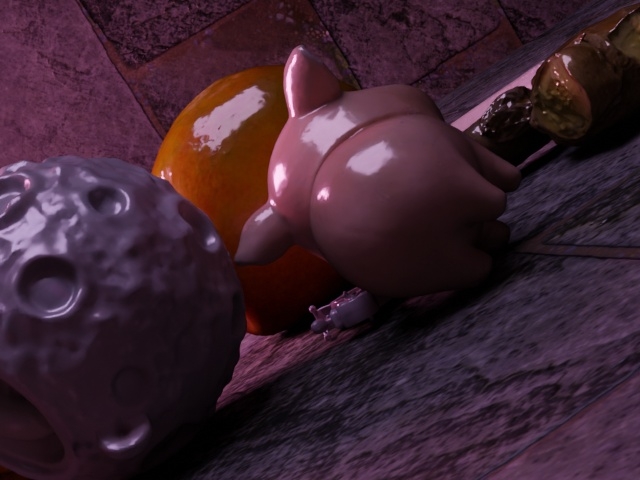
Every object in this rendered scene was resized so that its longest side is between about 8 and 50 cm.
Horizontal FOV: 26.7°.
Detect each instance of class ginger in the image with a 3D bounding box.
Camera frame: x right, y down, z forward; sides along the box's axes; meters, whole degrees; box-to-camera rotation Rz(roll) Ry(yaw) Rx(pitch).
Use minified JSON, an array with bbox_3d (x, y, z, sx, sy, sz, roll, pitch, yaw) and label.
[{"bbox_3d":[0.362,-0.206,1.584,0.270,0.123,0.219,-28,-13,-18],"label":"ginger"},{"bbox_3d":[0.242,-0.136,1.703,0.333,0.080,0.166,-28,-22,-16],"label":"ginger"}]

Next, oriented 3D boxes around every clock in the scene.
[{"bbox_3d":[0.031,0.071,1.403,0.087,0.041,0.129,-27,1,7],"label":"clock"}]

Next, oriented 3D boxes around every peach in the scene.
[{"bbox_3d":[-0.057,-0.047,1.639,0.308,0.308,0.332,-22,53,59],"label":"peach"}]

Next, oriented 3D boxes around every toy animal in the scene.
[{"bbox_3d":[0.060,-0.047,1.339,0.326,0.269,0.237,-35,-39,-78],"label":"toy animal"}]

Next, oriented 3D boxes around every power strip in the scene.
[{"bbox_3d":[0.294,-0.195,1.898,0.118,0.046,0.270,-7,-14,-30],"label":"power strip"}]

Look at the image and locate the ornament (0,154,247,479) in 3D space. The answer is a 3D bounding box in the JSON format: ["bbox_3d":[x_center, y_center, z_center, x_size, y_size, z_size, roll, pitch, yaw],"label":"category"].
[{"bbox_3d":[-0.237,0.074,1.359,0.337,0.337,0.337,-32,6,4],"label":"ornament"}]

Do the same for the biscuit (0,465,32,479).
[{"bbox_3d":[-0.452,0.302,1.668,0.312,0.110,0.318,-32,5,-22],"label":"biscuit"}]
